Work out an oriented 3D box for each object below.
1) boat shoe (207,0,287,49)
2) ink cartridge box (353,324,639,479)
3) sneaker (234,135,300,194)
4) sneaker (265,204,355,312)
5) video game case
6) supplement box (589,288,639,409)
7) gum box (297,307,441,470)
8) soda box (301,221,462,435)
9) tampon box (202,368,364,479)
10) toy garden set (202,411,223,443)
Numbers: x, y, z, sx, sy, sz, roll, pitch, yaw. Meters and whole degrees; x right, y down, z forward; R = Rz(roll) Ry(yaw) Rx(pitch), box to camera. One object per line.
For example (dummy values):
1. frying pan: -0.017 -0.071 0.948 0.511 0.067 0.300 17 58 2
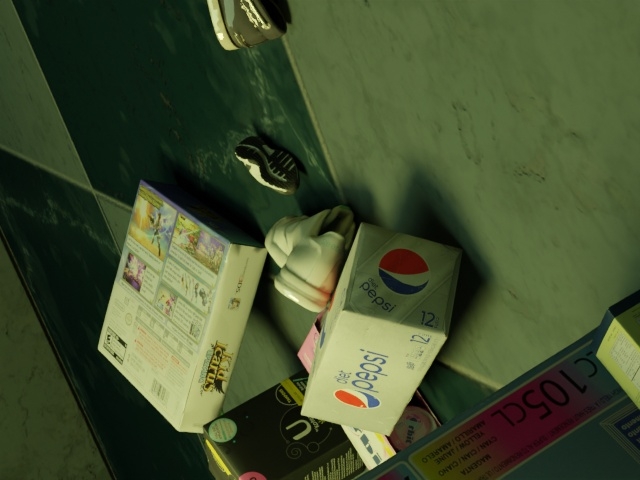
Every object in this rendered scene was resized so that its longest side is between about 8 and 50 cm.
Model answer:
1. boat shoe: -0.077 -0.277 1.379 0.065 0.075 0.206 -2 117 21
2. ink cartridge box: 0.221 0.281 1.026 0.395 0.270 0.151 47 159 35
3. sneaker: -0.049 -0.074 1.592 0.109 0.040 0.044 43 170 50
4. sneaker: 0.000 0.000 1.516 0.080 0.094 0.212 29 -169 -13
5. video game case: -0.179 0.077 1.894 0.269 0.061 0.244 33 112 54
6. supplement box: 0.238 0.070 0.980 0.083 0.083 0.056 54 160 24
7. gum box: 0.051 0.161 1.605 0.188 0.062 0.107 57 160 14
8. soda box: 0.052 0.091 1.414 0.286 0.098 0.091 107 177 -64
9. tampon box: -0.044 0.254 1.820 0.120 0.161 0.101 48 156 33
10. toy garden set: -0.120 0.383 2.355 0.244 0.049 0.204 43 153 42
